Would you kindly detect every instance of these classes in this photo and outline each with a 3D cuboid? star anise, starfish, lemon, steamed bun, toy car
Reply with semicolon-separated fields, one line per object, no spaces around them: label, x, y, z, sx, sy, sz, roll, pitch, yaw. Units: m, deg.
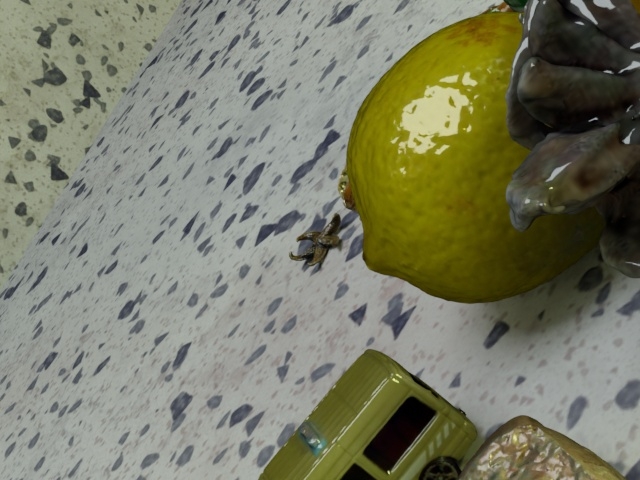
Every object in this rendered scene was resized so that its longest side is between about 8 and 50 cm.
star anise;0.244;-0.102;0.917;0.359;0.316;0.139;-33;5;-33
starfish;0.000;0.000;1.535;0.078;0.028;0.091;-61;26;-11
lemon;0.151;-0.074;1.071;0.267;0.267;0.267;-41;24;22
steamed bun;0.147;0.204;0.819;0.145;0.106;0.175;-50;24;-1
toy car;0.012;0.221;1.026;0.257;0.124;0.101;-50;20;-2

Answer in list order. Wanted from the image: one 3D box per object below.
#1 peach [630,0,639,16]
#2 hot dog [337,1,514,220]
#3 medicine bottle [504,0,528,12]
peach;0.382;-0.205;0.702;0.388;0.388;0.388;-41;24;22
hot dog;0.142;-0.165;1.427;0.337;0.100;0.135;-50;21;3
medicine bottle;0.251;-0.302;1.135;0.212;0.325;0.212;-39;24;22
